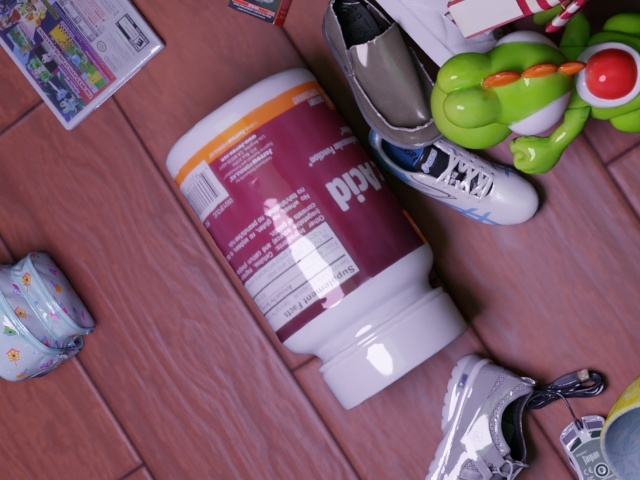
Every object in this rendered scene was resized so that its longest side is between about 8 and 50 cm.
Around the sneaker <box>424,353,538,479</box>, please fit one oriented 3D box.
[{"bbox_3d":[0.205,0.291,1.814,0.115,0.105,0.281,11,97,32],"label":"sneaker"}]

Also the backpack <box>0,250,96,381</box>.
[{"bbox_3d":[-0.402,0.101,1.922,0.144,0.188,0.166,-35,85,14],"label":"backpack"}]

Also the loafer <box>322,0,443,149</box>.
[{"bbox_3d":[0.072,-0.218,1.784,0.094,0.087,0.251,-32,63,-7],"label":"loafer"}]

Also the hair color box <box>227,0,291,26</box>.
[{"bbox_3d":[-0.063,-0.359,1.873,0.072,0.043,0.141,22,99,12],"label":"hair color box"}]

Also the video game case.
[{"bbox_3d":[-0.339,-0.285,1.960,0.183,0.023,0.201,-39,86,14],"label":"video game case"}]

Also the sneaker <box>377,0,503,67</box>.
[{"bbox_3d":[0.198,-0.293,1.781,0.292,0.108,0.169,47,107,8],"label":"sneaker"}]

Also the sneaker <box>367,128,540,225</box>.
[{"bbox_3d":[0.166,-0.085,1.818,0.237,0.086,0.085,27,99,9],"label":"sneaker"}]

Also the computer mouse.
[{"bbox_3d":[0.343,0.263,1.826,0.106,0.042,0.193,-26,82,10],"label":"computer mouse"}]

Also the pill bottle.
[{"bbox_3d":[0.000,0.000,1.795,0.224,0.224,0.392,-35,86,14],"label":"pill bottle"}]

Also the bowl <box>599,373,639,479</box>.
[{"bbox_3d":[0.493,0.213,1.707,0.289,0.289,0.156,16,55,12],"label":"bowl"}]

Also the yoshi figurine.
[{"bbox_3d":[0.279,-0.185,1.694,0.203,0.362,0.203,107,146,-42],"label":"yoshi figurine"}]

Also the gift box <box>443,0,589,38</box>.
[{"bbox_3d":[0.235,-0.385,1.611,0.276,0.255,0.258,-17,112,42],"label":"gift box"}]
